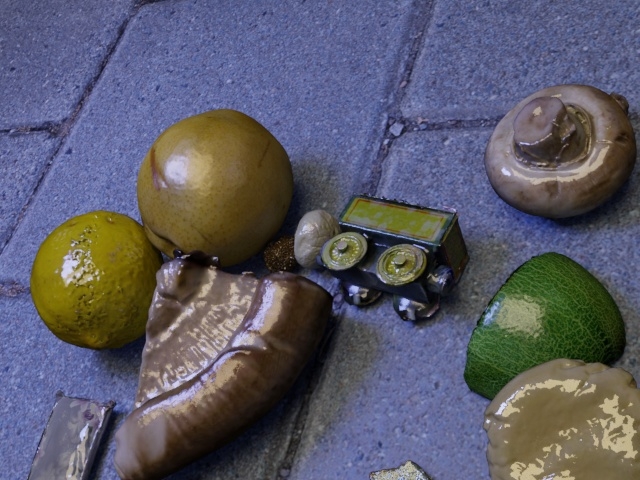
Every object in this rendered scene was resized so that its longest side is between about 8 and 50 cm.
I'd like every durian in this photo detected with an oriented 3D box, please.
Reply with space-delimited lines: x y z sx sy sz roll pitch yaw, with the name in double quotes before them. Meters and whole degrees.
"durian" -0.071 0.024 1.373 0.080 0.080 0.091 31 88 39

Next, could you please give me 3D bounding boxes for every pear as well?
"pear" -0.207 -0.098 1.396 0.315 0.314 0.314 -14 53 19

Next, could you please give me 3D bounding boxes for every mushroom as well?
"mushroom" 0.395 -0.157 1.188 0.255 0.184 0.254 -26 43 27
"mushroom" -0.170 0.241 1.219 0.314 0.224 0.397 11 70 17

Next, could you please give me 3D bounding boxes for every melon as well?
"melon" 0.340 0.133 1.050 0.169 0.129 0.265 33 76 36

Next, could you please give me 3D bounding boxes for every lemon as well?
"lemon" -0.434 0.073 1.416 0.258 0.258 0.310 -27 43 9

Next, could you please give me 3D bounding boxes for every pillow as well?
"pillow" -0.473 0.409 1.335 0.169 0.059 0.255 -2 56 26

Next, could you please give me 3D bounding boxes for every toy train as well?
"toy train" 0.123 0.027 1.238 0.261 0.134 0.177 13 57 33

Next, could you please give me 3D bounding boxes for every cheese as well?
"cheese" 0.325 0.264 0.938 0.226 0.117 0.213 -20 72 14

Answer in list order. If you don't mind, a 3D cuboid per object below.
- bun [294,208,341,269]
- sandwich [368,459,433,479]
"bun" 0.000 0.000 1.337 0.069 0.115 0.115 11 64 24
"sandwich" 0.125 0.379 1.050 0.093 0.035 0.104 -20 52 14
